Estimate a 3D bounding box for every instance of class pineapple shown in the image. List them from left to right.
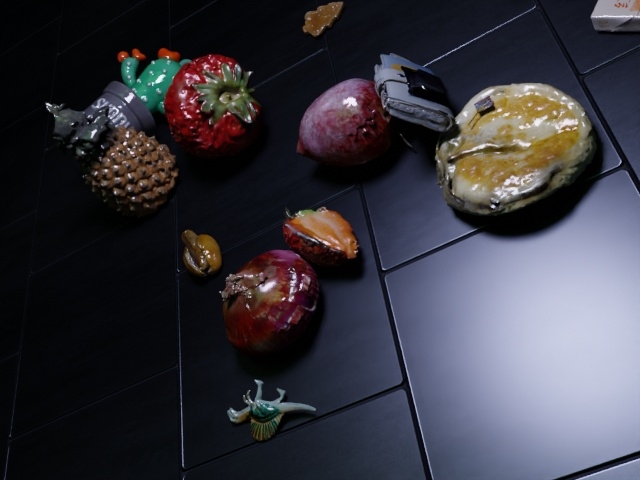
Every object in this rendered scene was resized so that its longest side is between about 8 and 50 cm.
[{"bbox_3d":[-0.534,-0.224,1.986,0.223,0.357,0.223,-21,48,25],"label":"pineapple"}]

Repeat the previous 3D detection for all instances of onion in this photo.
[{"bbox_3d":[-0.119,0.111,1.596,0.230,0.163,0.230,-28,36,23],"label":"onion"}]

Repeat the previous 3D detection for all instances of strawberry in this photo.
[{"bbox_3d":[-0.281,-0.315,1.978,0.277,0.257,0.257,-33,34,59],"label":"strawberry"},{"bbox_3d":[-0.002,-0.002,1.647,0.192,0.085,0.140,19,35,13],"label":"strawberry"}]

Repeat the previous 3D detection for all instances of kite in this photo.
[{"bbox_3d":[0.316,-0.264,1.592,0.078,0.002,0.044,-40,36,1],"label":"kite"}]

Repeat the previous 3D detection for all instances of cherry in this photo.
[{"bbox_3d":[0.053,-0.247,1.730,0.249,0.175,0.192,-24,70,21],"label":"cherry"}]

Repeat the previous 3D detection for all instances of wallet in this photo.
[{"bbox_3d":[0.195,-0.313,1.646,0.231,0.170,0.069,-89,22,-58],"label":"wallet"}]

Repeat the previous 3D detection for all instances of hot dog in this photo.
[{"bbox_3d":[-0.280,0.027,1.839,0.089,0.060,0.140,-29,43,8],"label":"hot dog"}]

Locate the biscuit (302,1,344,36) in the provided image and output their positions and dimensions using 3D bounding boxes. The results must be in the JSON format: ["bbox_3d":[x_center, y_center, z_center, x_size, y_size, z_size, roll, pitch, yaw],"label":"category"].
[{"bbox_3d":[0.010,-0.593,2.112,0.130,0.019,0.119,-30,46,14],"label":"biscuit"}]

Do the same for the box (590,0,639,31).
[{"bbox_3d":[0.731,-0.489,1.517,0.365,0.051,0.205,13,67,40],"label":"box"}]

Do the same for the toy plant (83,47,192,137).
[{"bbox_3d":[-0.500,-0.377,2.203,0.279,0.185,0.400,26,61,37],"label":"toy plant"}]

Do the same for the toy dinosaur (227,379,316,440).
[{"bbox_3d":[-0.101,0.334,1.514,0.187,0.044,0.106,21,85,29],"label":"toy dinosaur"}]

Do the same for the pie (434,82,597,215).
[{"bbox_3d":[0.364,-0.176,1.532,0.339,0.077,0.339,-22,42,21],"label":"pie"}]
